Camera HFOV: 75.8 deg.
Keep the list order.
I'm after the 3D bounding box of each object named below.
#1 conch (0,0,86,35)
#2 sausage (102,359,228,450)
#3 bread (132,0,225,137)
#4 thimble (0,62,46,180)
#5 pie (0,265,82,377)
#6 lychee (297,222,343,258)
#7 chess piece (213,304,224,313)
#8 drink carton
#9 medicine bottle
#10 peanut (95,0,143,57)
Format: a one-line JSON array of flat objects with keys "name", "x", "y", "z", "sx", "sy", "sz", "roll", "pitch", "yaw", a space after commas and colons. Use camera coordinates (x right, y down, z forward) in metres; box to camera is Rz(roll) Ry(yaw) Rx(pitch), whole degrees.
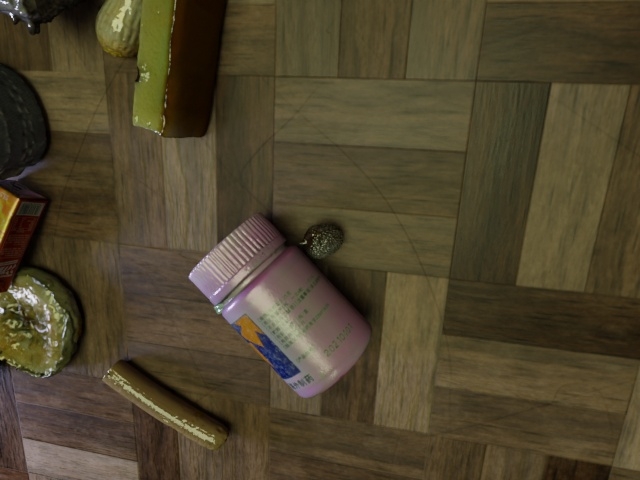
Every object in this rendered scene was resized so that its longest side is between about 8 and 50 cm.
[{"name": "conch", "x": -0.435, "y": -0.464, "z": 0.619, "sx": 0.186, "sy": 0.241, "sz": 0.313, "roll": 42, "pitch": 96, "yaw": -15}, {"name": "sausage", "x": -0.336, "y": 0.364, "z": 0.904, "sx": 0.301, "sy": 0.066, "sz": 0.066, "roll": 32, "pitch": 108, "yaw": 4}, {"name": "bread", "x": -0.215, "y": -0.350, "z": 0.652, "sx": 0.077, "sy": 0.138, "sz": 0.361, "roll": 16, "pitch": 107, "yaw": 10}, {"name": "thimble", "x": -0.661, "y": -0.226, "z": 0.760, "sx": 0.205, "sy": 0.172, "sz": 0.236, "roll": -23, "pitch": 100, "yaw": 19}, {"name": "pie", "x": -0.656, "y": 0.185, "z": 0.926, "sx": 0.274, "sy": 0.055, "sz": 0.274, "roll": 3, "pitch": 104, "yaw": 11}, {"name": "lychee", "x": 0.000, "y": 0.000, "z": 0.734, "sx": 0.083, "sy": 0.067, "sz": 0.068, "roll": -7, "pitch": 122, "yaw": -6}, {"name": "chess piece", "x": -0.190, "y": 0.085, "z": 0.802, "sx": 0.067, "sy": 0.067, "sz": 0.103, "roll": -23, "pitch": 90, "yaw": 16}, {"name": "drink carton", "x": -0.663, "y": -0.008, "z": 0.842, "sx": 0.096, "sy": 0.071, "sz": 0.223, "roll": 28, "pitch": 97, "yaw": 8}, {"name": "medicine bottle", "x": -0.067, "y": 0.110, "z": 0.718, "sx": 0.178, "sy": 0.178, "sz": 0.291, "roll": -43, "pitch": 94, "yaw": 18}, {"name": "peanut", "x": -0.309, "y": -0.404, "z": 0.683, "sx": 0.087, "sy": 0.087, "sz": 0.207, "roll": 35, "pitch": 109, "yaw": 1}]
